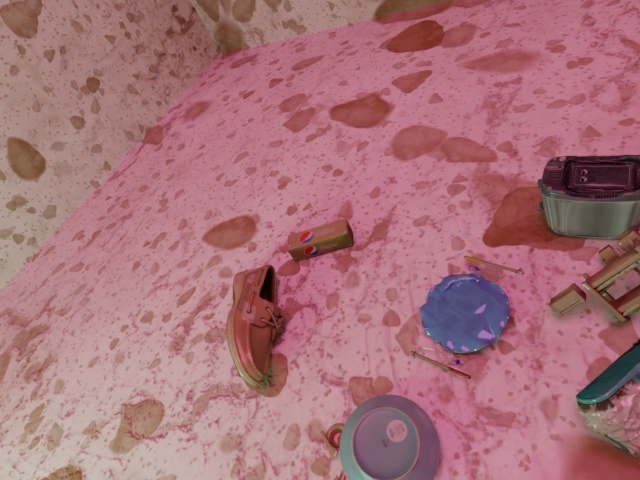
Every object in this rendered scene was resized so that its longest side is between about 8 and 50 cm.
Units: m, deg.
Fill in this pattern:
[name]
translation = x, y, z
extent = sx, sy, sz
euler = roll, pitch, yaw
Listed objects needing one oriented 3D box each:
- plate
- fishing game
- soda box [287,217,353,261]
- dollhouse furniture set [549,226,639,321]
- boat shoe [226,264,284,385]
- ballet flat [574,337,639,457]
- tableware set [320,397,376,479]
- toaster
[plate]
translation = 0.120, 0.371, 0.736
extent = 0.188, 0.024, 0.188
euler = -16, 44, 16
[fishing game]
translation = 0.302, 0.153, 0.854
extent = 0.189, 0.041, 0.264
euler = 12, 63, 45
[soda box]
translation = 0.000, 0.000, 1.143
extent = 0.181, 0.058, 0.061
euler = -17, 45, 16
[dollhouse furniture set]
translation = 0.561, 0.084, 0.774
extent = 0.101, 0.161, 0.182
euler = 48, 125, 13
[boat shoe]
translation = -0.156, 0.190, 1.009
extent = 0.110, 0.122, 0.341
euler = -23, 43, 10
[ballet flat]
translation = 0.583, 0.178, 0.636
extent = 0.409, 0.147, 0.147
euler = -41, 44, -6
[tableware set]
translation = 0.084, 0.394, 0.767
extent = 0.168, 0.020, 0.141
euler = -33, 43, -2
[toaster]
translation = 0.580, -0.089, 0.842
extent = 0.226, 0.146, 0.129
euler = 5, 55, 33
